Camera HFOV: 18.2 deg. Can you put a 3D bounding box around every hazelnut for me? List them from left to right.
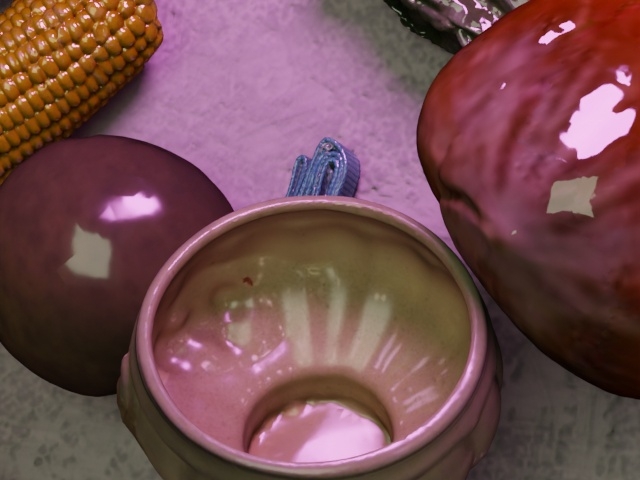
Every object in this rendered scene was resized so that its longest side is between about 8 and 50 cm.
[{"bbox_3d":[0.249,-0.050,1.607,0.372,0.372,0.315,42,128,18],"label":"hazelnut"}]

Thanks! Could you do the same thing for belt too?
[{"bbox_3d":[-0.002,-0.001,1.803,0.100,0.065,0.179,19,86,27],"label":"belt"}]

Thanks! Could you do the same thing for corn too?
[{"bbox_3d":[-0.306,-0.120,1.868,0.387,0.144,0.144,-36,74,4],"label":"corn"}]

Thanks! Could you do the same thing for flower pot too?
[{"bbox_3d":[-0.007,0.143,1.625,0.307,0.244,0.307,-1,48,2],"label":"flower pot"}]

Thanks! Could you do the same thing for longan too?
[{"bbox_3d":[-0.181,0.026,1.769,0.248,0.248,0.248,-3,80,15],"label":"longan"}]

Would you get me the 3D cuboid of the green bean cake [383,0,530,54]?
[{"bbox_3d":[0.147,-0.299,1.781,0.241,0.132,0.255,40,92,14],"label":"green bean cake"}]
